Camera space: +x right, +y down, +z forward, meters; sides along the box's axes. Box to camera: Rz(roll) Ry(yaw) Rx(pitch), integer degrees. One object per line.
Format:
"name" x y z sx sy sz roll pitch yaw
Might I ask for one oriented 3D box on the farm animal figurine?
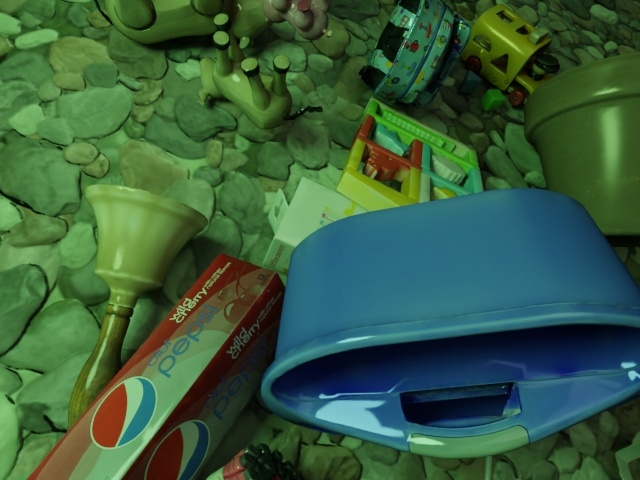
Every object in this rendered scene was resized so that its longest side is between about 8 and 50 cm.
"farm animal figurine" -0.142 -0.308 0.583 0.326 0.172 0.331 7 72 -1

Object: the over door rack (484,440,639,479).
"over door rack" 0.253 0.307 0.468 0.239 0.108 0.324 37 47 0

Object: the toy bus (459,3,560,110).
"toy bus" 0.354 -0.327 0.764 0.202 0.104 0.191 6 60 -9

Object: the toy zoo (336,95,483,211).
"toy zoo" 0.129 -0.087 0.574 0.192 0.030 0.293 26 39 -5

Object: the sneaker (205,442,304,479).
"sneaker" -0.008 0.327 0.373 0.112 0.121 0.299 -40 83 2

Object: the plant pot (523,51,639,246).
"plant pot" 0.447 -0.111 0.649 0.262 0.263 0.229 6 84 -15

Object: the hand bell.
"hand bell" -0.203 0.079 0.428 0.126 0.126 0.242 13 75 -12

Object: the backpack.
"backpack" 0.137 -0.270 0.619 0.116 0.158 0.173 24 24 -9

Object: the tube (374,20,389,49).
"tube" 0.154 -0.387 0.770 0.080 0.052 0.207 33 56 -7

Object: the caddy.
"caddy" 0.117 0.101 0.392 0.341 0.241 0.179 -10 49 12

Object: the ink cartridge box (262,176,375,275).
"ink cartridge box" 0.000 0.000 0.521 0.143 0.092 0.090 24 62 -5

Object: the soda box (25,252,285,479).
"soda box" -0.128 0.141 0.403 0.083 0.092 0.263 14 54 33
